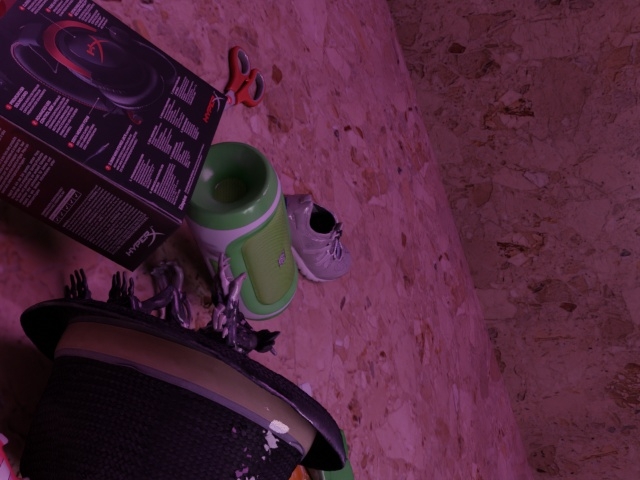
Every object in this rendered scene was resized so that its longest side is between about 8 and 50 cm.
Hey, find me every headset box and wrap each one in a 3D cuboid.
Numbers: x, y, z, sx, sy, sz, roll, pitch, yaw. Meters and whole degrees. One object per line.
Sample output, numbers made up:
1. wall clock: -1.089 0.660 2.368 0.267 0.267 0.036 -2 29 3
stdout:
1. headset box: -0.262 -0.140 0.677 0.293 0.110 0.218 33 42 -24

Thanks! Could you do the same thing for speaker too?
1. speaker: -0.101 0.001 0.901 0.297 0.131 0.131 83 6 -59

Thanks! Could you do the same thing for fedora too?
1. fedora: -0.151 0.187 0.597 0.334 0.334 0.153 53 49 -40

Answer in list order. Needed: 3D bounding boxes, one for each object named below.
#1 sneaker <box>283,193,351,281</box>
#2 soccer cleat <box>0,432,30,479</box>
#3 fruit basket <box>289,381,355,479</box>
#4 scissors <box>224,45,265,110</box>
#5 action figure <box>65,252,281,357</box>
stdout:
1. sneaker: 0.000 0.000 1.247 0.281 0.115 0.105 37 44 -54
2. soccer cleat: -0.281 0.266 0.535 0.095 0.083 0.248 -13 86 -51
3. fruit basket: -0.092 0.375 0.835 0.353 0.165 0.327 -6 81 -50
4. scissors: -0.152 -0.246 1.177 0.109 0.021 0.297 60 26 -34
5. action figure: -0.156 0.085 0.811 0.275 0.164 0.141 22 64 -54
